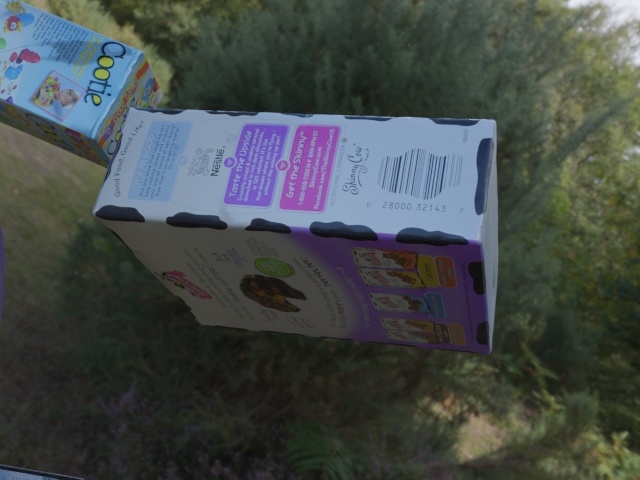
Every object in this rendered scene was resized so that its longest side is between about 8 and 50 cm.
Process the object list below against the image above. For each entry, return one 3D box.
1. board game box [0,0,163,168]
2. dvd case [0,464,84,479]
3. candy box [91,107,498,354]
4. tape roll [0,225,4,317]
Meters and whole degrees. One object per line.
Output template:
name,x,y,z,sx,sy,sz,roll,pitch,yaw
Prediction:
board game box,-0.388,-0.227,1.096,0.275,0.144,0.142,24,-13,7
dvd case,-0.478,0.430,1.161,0.253,0.022,0.180,26,47,-38
candy box,0.000,0.000,0.445,0.196,0.070,0.165,4,-25,15
tape roll,-0.417,0.069,0.887,0.080,0.189,0.189,4,13,-15
